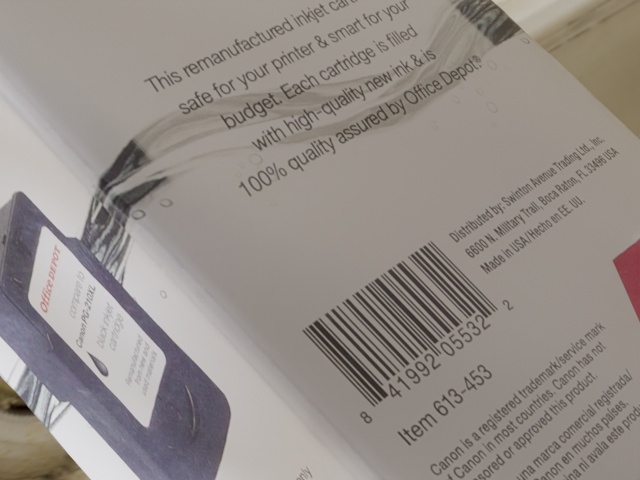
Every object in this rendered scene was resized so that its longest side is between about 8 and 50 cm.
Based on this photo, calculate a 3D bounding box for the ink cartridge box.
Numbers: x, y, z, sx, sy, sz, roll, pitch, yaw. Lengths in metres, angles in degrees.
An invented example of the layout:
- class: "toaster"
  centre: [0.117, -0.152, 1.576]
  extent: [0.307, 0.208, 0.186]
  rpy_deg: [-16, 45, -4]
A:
- class: "ink cartridge box"
  centre: [0.000, 0.000, 0.406]
  extent: [0.237, 0.100, 0.172]
  rpy_deg: [46, -134, 13]
